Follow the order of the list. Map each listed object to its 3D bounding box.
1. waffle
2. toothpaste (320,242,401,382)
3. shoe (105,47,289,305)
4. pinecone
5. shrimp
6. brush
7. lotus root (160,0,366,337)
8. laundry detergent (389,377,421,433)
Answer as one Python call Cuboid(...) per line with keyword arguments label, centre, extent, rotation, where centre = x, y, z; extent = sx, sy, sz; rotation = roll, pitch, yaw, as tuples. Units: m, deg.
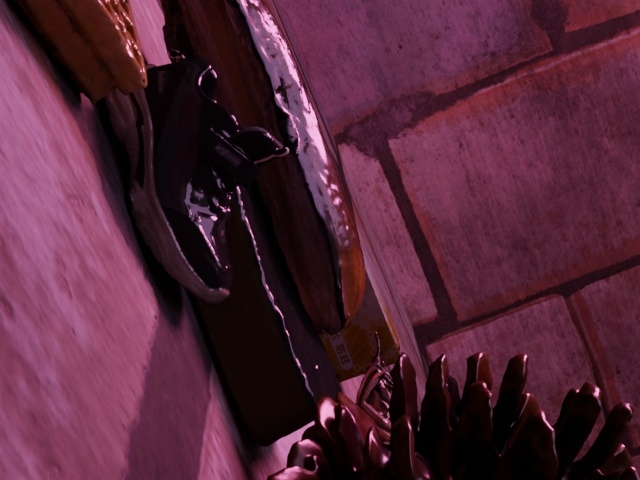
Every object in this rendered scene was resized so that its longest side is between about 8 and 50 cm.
Cuboid(label="waffle", centre=(-0.148, -0.163, 0.661), extent=(0.102, 0.042, 0.148), rotation=(61, 9, -55))
Cuboid(label="toothpaste", centre=(0.000, 0.000, 1.248), extent=(0.071, 0.089, 0.313), rotation=(-72, 141, -73))
Cuboid(label="shoe", centre=(-0.069, -0.048, 0.701), extent=(0.071, 0.099, 0.169), rotation=(55, 16, -77))
Cuboid(label="pinecone", centre=(0.093, 0.178, 0.667), extent=(0.264, 0.264, 0.264), rotation=(-21, 90, -84))
Cuboid(label="shrimp", centre=(0.070, 0.191, 1.204), extent=(0.075, 0.073, 0.190), rotation=(24, 58, -52))
Cuboid(label="brush", centre=(-0.046, 0.040, 0.789), extent=(0.123, 0.059, 0.197), rotation=(14, 54, -81))
Cuboid(label="lotus root", centre=(-0.038, -0.086, 0.883), extent=(0.167, 0.078, 0.329), rotation=(-1, -69, 58))
Cuboid(label="laundry detergent", centre=(0.125, 0.290, 1.490), extent=(0.137, 0.063, 0.211), rotation=(-125, -167, -86))
